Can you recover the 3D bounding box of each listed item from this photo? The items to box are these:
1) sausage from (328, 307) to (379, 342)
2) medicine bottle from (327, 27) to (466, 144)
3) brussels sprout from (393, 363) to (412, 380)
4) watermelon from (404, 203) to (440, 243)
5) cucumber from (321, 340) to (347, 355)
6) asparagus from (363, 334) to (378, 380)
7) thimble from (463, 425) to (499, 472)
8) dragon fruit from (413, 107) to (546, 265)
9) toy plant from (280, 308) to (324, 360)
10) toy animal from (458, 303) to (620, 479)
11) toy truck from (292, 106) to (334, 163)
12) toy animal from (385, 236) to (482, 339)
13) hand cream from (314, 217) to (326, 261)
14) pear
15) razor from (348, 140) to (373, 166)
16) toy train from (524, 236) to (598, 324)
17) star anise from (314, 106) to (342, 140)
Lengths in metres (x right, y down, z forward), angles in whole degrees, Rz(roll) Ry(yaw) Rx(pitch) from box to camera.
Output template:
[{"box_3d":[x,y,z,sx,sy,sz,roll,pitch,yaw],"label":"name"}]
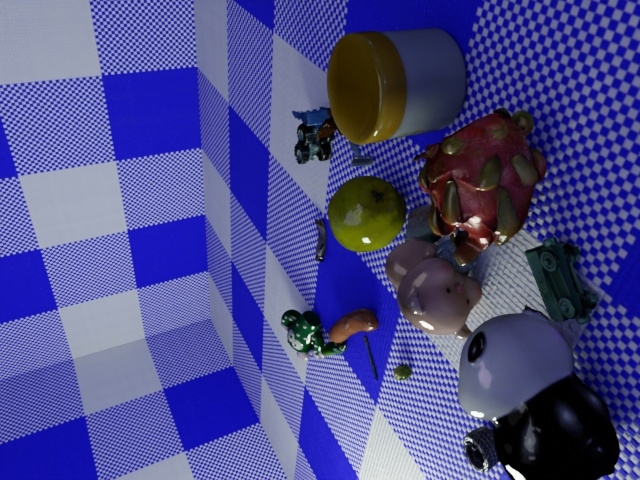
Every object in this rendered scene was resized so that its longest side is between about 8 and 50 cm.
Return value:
[{"box_3d":[0.112,0.292,1.863,0.326,0.079,0.087,138,126,-61],"label":"sausage"},{"box_3d":[0.166,-0.349,1.215,0.238,0.232,0.237,39,136,52],"label":"medicine bottle"},{"box_3d":[0.249,0.412,1.670,0.051,0.046,0.083,30,148,-1],"label":"brussels sprout"},{"box_3d":[0.257,-0.018,1.427,0.094,0.081,0.180,-92,16,-45],"label":"watermelon"},{"box_3d":[0.057,0.413,2.078,0.250,0.056,0.056,-37,70,64],"label":"cucumber"},{"box_3d":[0.175,0.409,1.870,0.016,0.013,0.166,-17,88,55],"label":"asparagus"},{"box_3d":[0.414,0.532,1.365,0.095,0.066,0.104,31,133,59],"label":"thimble"},{"box_3d":[0.315,-0.105,1.065,0.307,0.228,0.243,108,145,-70],"label":"dragon fruit"},{"box_3d":[-0.074,0.396,2.270,0.243,0.113,0.232,-23,88,50],"label":"toy plant"},{"box_3d":[0.408,0.293,1.043,0.310,0.251,0.251,62,154,6],"label":"toy animal"},{"box_3d":[-0.026,-0.359,1.764,0.126,0.113,0.208,58,149,36],"label":"toy truck"},{"box_3d":[0.258,0.103,1.299,0.221,0.210,0.229,3,71,57],"label":"toy animal"},{"box_3d":[0.000,0.000,2.001,0.062,0.039,0.163,34,127,58],"label":"hand cream"},{"box_3d":[0.122,-0.072,1.493,0.269,0.212,0.212,126,125,-66],"label":"pear"},{"box_3d":[0.105,-0.276,1.612,0.040,0.068,0.135,108,152,-46],"label":"razor"},{"box_3d":[0.457,0.079,1.028,0.099,0.070,0.172,140,113,-71],"label":"toy train"},{"box_3d":[0.050,-0.389,1.584,0.144,0.158,0.140,63,-153,-46],"label":"star anise"}]
